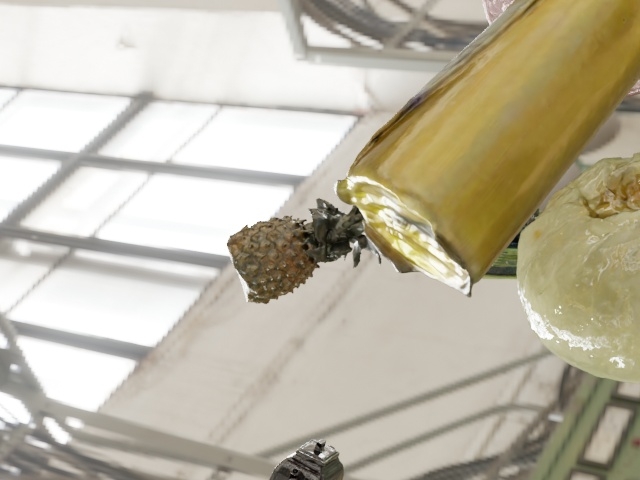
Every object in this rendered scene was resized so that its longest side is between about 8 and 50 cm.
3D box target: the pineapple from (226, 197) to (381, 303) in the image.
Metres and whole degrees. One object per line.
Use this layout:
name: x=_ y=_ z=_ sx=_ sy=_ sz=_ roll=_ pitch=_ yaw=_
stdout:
pineapple: x=0.000 y=0.000 z=1.771 sx=0.125 sy=0.251 sz=0.125 roll=-24 pitch=-90 yaw=-85

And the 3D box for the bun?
bun: x=0.250 y=0.002 z=1.017 sx=0.222 sy=0.222 sz=0.127 roll=-55 pitch=-32 yaw=-35

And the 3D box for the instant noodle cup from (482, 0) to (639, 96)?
instant noodle cup: x=0.334 y=-0.322 z=1.488 sx=0.231 sy=0.243 sz=0.243 roll=-53 pitch=-42 yaw=-37

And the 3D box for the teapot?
teapot: x=-0.015 y=0.341 z=1.959 sx=0.096 sy=0.087 sz=0.177 roll=-70 pitch=-17 yaw=10

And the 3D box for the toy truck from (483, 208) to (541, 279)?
toy truck: x=0.198 y=-0.038 z=1.530 sx=0.116 sy=0.085 sz=0.191 roll=108 pitch=157 yaw=-51

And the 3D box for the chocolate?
chocolate: x=0.208 y=-0.160 z=1.224 sx=0.445 sy=0.162 sz=0.162 roll=-49 pitch=-41 yaw=-12
